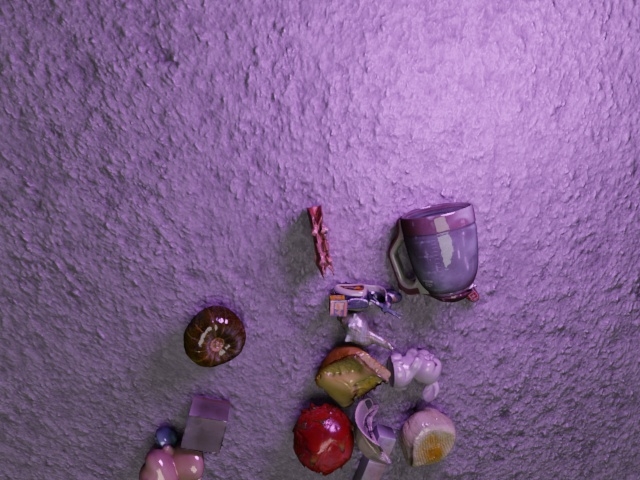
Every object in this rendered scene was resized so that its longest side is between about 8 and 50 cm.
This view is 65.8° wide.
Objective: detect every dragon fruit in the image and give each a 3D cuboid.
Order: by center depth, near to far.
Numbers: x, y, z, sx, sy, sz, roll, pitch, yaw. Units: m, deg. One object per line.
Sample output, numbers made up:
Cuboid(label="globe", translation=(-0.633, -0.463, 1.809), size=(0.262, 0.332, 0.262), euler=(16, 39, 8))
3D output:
Cuboid(label="dragon fruit", translation=(0.011, 0.726, 1.827), size=(0.241, 0.241, 0.252), euler=(28, 85, -13))

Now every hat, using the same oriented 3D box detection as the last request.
Cuboid(label="hat", translation=(0.161, 0.707, 1.820), size=(0.164, 0.219, 0.226), euler=(-34, 134, 25))

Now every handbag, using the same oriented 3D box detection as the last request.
Cuboid(label="handbag", translation=(0.000, 0.000, 1.621), size=(0.059, 0.157, 0.213), euler=(-11, 109, -2))

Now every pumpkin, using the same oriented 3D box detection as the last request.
Cuboid(label="pumpkin", translation=(-0.368, 0.330, 1.706), size=(0.219, 0.162, 0.219), euler=(-14, 118, -27))

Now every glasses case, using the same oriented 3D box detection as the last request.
Cuboid(label="glasses case", translation=(0.497, 0.147, 1.758), size=(0.049, 0.073, 0.194), euler=(-36, 107, 16))

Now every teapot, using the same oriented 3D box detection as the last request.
Cuboid(label="teapot", translation=(0.367, 0.052, 1.634), size=(0.315, 0.233, 0.312), euler=(-5, 101, 38))

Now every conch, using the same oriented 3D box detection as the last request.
Cuboid(label="conch", translation=(0.137, 0.325, 1.757), size=(0.114, 0.137, 0.234), euler=(-42, 87, -3))

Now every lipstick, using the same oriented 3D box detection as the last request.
Cuboid(label="lipstick", translation=(0.199, 0.914, 1.980), size=(0.076, 0.080, 0.372), euler=(17, 105, -9))

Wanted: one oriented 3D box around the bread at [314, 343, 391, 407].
Cuboid(label="bread", translation=(0.107, 0.464, 1.786), size=(0.204, 0.163, 0.262), euler=(39, 124, -17))

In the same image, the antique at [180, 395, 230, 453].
Cuboid(label="antique", translation=(-0.417, 0.670, 1.808), size=(0.146, 0.148, 0.152), euler=(13, 106, -10))

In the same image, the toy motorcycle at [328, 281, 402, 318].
Cuboid(label="toy motorcycle", translation=(0.158, 0.206, 1.705), size=(0.263, 0.157, 0.091), euler=(1, 110, -4))

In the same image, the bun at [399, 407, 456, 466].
Cuboid(label="bun", translation=(0.397, 0.748, 1.908), size=(0.243, 0.153, 0.244), euler=(-11, 119, -21))

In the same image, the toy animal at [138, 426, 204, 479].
Cuboid(label="toy animal", translation=(-0.539, 0.831, 1.828), size=(0.221, 0.210, 0.230), euler=(20, 69, -6))

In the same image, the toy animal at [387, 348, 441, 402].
Cuboid(label="toy animal", translation=(0.344, 0.492, 1.830), size=(0.193, 0.127, 0.179), euler=(6, 109, -8))
